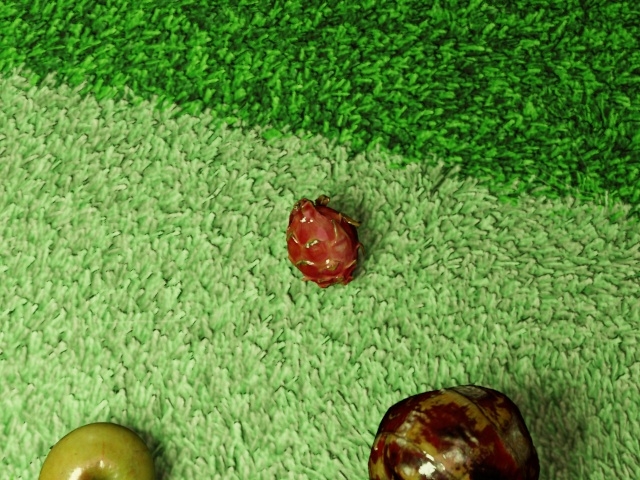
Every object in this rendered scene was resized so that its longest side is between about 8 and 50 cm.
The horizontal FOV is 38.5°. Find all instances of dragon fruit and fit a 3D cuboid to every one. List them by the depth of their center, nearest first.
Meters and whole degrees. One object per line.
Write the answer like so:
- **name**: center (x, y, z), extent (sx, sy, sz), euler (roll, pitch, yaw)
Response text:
- **dragon fruit**: center (0.000, 0.000, 1.551), extent (0.136, 0.133, 0.166), euler (-39, 115, -15)

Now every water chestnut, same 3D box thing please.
- **water chestnut**: center (0.198, 0.353, 1.376), extent (0.289, 0.289, 0.244), euler (-1, 57, -10)

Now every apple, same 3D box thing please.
- **apple**: center (-0.329, 0.359, 1.351), extent (0.183, 0.155, 0.182), euler (3, 79, -18)
